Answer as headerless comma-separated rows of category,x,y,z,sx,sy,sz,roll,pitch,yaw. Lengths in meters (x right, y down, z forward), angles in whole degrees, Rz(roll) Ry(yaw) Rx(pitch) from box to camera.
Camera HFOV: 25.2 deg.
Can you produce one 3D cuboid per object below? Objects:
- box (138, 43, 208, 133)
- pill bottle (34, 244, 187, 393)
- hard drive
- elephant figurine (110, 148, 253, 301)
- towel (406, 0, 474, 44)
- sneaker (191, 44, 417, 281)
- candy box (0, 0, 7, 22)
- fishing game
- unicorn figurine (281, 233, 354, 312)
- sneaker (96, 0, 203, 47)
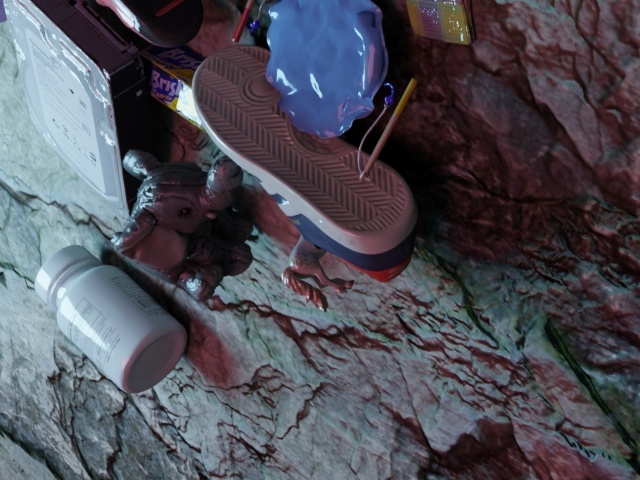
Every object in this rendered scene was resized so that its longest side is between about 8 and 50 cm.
box,-0.151,-0.185,1.755,0.169,0.054,0.059,34,141,30
pill bottle,-0.319,0.112,2.146,0.229,0.131,0.131,39,143,26
hard drive,-0.314,-0.193,1.890,0.237,0.064,0.339,44,155,22
elephant figurine,-0.181,-0.043,1.761,0.169,0.186,0.239,51,175,28
towel,0.118,-0.225,1.415,0.083,0.009,0.060,17,130,46
sneaker,-0.020,-0.079,1.620,0.350,0.131,0.148,48,168,30
candy box,-0.483,-0.418,1.976,0.196,0.070,0.165,51,146,12
fishing game,0.009,-0.204,1.520,0.264,0.041,0.189,46,128,32
unicorn figurine,0.000,0.000,1.679,0.111,0.162,0.060,24,136,1
sneaker,-0.239,-0.330,1.725,0.314,0.116,0.136,50,157,23
